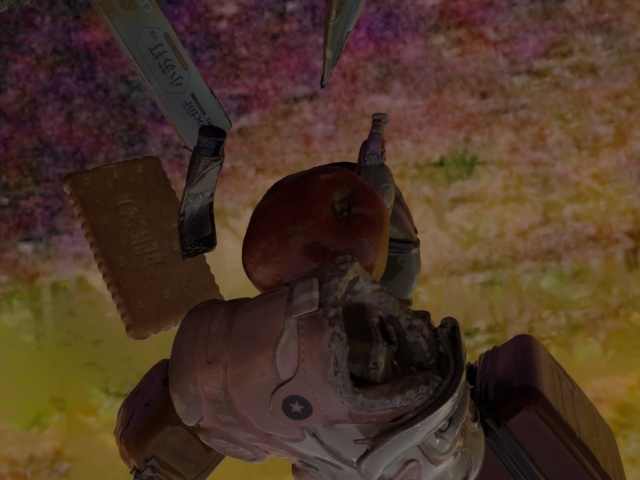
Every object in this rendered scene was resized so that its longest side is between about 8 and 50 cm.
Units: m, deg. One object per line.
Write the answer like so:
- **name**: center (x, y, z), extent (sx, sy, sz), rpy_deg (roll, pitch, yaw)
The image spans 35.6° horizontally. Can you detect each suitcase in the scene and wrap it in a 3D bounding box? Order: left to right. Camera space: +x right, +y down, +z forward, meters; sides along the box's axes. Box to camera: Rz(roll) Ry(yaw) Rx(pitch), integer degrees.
- **suitcase**: center (0.269, 0.262, 1.272), extent (0.161, 0.236, 0.297), rpy_deg (-38, -179, 16)

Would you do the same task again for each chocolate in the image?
- **chocolate**: center (0.036, 0.024, 1.641), extent (0.283, 0.284, 0.186), rpy_deg (-10, -159, 3)

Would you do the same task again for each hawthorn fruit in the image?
- **hawthorn fruit**: center (0.000, 0.000, 1.165), extent (0.189, 0.189, 0.189), rpy_deg (-9, 165, -2)

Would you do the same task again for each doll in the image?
- **doll**: center (0.074, -0.075, 1.486), extent (0.075, 0.228, 0.102), rpy_deg (5, 171, 9)

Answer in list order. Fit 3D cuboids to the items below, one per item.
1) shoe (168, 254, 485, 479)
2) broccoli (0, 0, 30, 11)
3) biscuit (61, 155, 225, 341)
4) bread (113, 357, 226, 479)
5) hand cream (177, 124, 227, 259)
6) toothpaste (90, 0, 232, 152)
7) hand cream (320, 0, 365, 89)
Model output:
- **shoe**: center (0.052, 0.145, 0.891), extent (0.351, 0.172, 0.198), rpy_deg (26, 142, -34)
- **broccoli**: center (-0.533, -0.443, 1.431), extent (0.260, 0.235, 0.288), rpy_deg (-40, 122, 5)
- **biscuit**: center (-0.240, 0.007, 1.356), extent (0.160, 0.250, 0.030), rpy_deg (-19, 169, -40)
- **bread**: center (-0.182, 0.224, 1.224), extent (0.136, 0.107, 0.241), rpy_deg (-50, -167, -8)
- **hand cream**: center (-0.139, -0.057, 1.186), extent (0.039, 0.163, 0.062), rpy_deg (27, -149, 26)
- **toothpaste**: center (-0.254, -0.285, 1.562), extent (0.089, 0.313, 0.071), rpy_deg (-39, -148, -14)
- **hand cream**: center (0.025, -0.299, 1.324), extent (0.055, 0.086, 0.235), rpy_deg (9, 154, -9)
